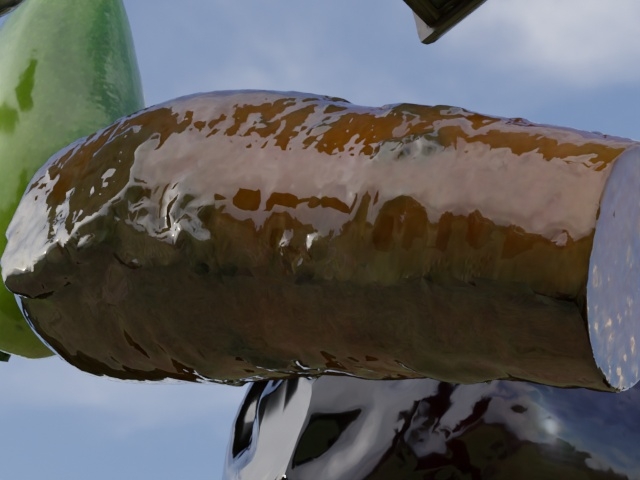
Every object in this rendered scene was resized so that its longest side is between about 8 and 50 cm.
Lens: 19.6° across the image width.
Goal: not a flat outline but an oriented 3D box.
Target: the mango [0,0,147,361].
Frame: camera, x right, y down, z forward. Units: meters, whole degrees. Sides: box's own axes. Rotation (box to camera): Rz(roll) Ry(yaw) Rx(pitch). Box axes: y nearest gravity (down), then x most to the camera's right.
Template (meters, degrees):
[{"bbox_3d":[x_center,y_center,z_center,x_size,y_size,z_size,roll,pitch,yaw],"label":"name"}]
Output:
[{"bbox_3d":[-0.217,-0.071,1.514,0.156,0.343,0.192,17,-20,-38],"label":"mango"}]

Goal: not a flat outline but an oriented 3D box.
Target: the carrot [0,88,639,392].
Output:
[{"bbox_3d":[0.000,0.000,0.786,0.302,0.138,0.139,1,-27,31],"label":"carrot"}]

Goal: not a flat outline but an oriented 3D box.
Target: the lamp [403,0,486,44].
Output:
[{"bbox_3d":[-0.023,-0.237,0.868,0.089,0.090,0.325,-38,-62,19],"label":"lamp"}]

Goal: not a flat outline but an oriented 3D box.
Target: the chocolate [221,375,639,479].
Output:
[{"bbox_3d":[0.094,0.180,1.335,0.331,0.383,0.383,22,-40,-25],"label":"chocolate"}]

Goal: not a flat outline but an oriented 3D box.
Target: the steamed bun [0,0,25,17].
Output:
[{"bbox_3d":[-0.212,-0.199,0.905,0.110,0.231,0.212,13,-71,11],"label":"steamed bun"}]
